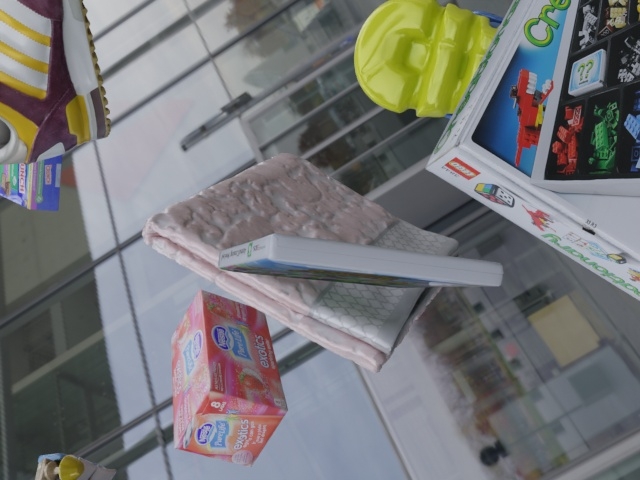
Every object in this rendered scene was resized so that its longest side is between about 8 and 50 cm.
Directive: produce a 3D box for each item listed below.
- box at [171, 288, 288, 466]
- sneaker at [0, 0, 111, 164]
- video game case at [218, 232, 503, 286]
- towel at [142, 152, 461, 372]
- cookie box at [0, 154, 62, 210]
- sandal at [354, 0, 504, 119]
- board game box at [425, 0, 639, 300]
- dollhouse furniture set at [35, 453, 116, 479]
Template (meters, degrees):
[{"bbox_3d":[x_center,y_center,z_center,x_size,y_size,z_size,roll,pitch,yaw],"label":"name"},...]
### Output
[{"bbox_3d":[-0.179,0.244,1.208,0.154,0.142,0.300,22,-158,-23],"label":"box"},{"bbox_3d":[-0.173,-0.118,0.346,0.069,0.083,0.186,43,150,38],"label":"sneaker"},{"bbox_3d":[0.027,0.025,0.615,0.193,0.212,0.023,167,109,-69],"label":"video game case"},{"bbox_3d":[0.000,0.000,0.825,0.316,0.054,0.332,28,-152,14],"label":"towel"},{"bbox_3d":[-0.378,-0.094,0.849,0.107,0.092,0.040,18,-166,41],"label":"cookie box"},{"bbox_3d":[0.196,-0.142,0.596,0.317,0.126,0.138,25,-160,12],"label":"sandal"},{"bbox_3d":[0.222,-0.128,0.427,0.192,0.305,0.053,31,166,-6],"label":"board game box"},{"bbox_3d":[-0.331,0.516,1.063,0.303,0.198,0.287,58,-153,-52],"label":"dollhouse furniture set"}]
